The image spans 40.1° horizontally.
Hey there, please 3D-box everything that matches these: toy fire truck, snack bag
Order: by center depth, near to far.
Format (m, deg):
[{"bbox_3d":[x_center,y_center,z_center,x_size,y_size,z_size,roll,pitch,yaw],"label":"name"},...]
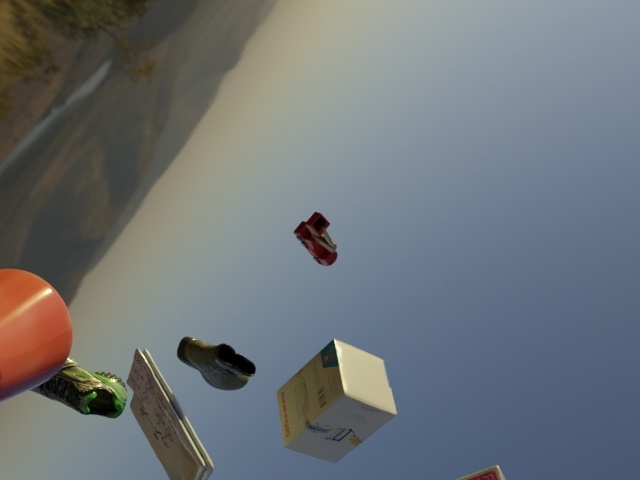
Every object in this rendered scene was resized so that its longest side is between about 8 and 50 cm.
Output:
[{"bbox_3d":[-0.365,0.448,2.044,0.037,0.323,0.342,-24,159,-29],"label":"snack bag"},{"bbox_3d":[0.000,0.000,2.309,0.135,0.192,0.047,14,-121,51],"label":"toy fire truck"}]

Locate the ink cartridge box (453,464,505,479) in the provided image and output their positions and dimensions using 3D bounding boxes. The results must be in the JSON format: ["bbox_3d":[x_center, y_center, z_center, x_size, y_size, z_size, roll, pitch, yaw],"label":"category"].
[{"bbox_3d":[0.323,0.623,1.779,0.186,0.065,0.311,-22,-140,9],"label":"ink cartridge box"}]

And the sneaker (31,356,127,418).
[{"bbox_3d":[-0.727,0.428,2.579,0.134,0.344,0.146,-66,-158,9],"label":"sneaker"}]

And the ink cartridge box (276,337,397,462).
[{"bbox_3d":[0.034,0.389,2.102,0.233,0.168,0.171,-45,-145,28],"label":"ink cartridge box"}]

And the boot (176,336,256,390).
[{"bbox_3d":[-0.213,0.305,2.076,0.161,0.246,0.083,4,-115,39],"label":"boot"}]

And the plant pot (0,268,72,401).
[{"bbox_3d":[-0.680,0.215,1.780,0.275,0.275,0.243,-49,180,17],"label":"plant pot"}]
